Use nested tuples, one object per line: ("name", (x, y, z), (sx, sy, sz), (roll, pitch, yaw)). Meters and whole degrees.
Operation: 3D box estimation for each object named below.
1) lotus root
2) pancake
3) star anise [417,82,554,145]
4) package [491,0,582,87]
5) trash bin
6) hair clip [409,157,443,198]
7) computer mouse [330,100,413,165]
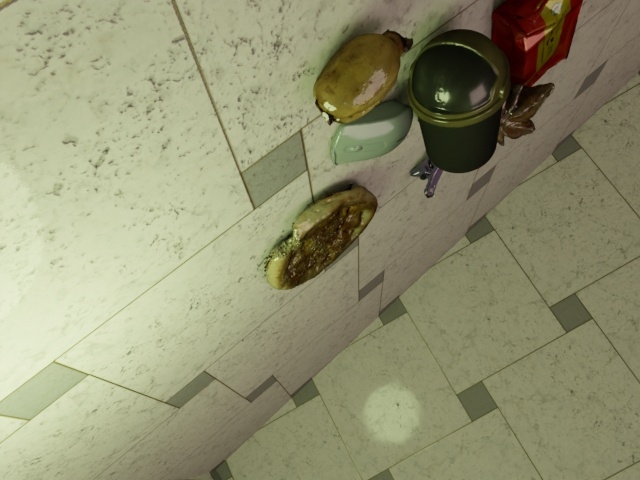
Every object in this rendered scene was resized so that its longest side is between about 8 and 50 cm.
("lotus root", (0.077, -0.297, 0.935), (0.221, 0.118, 0.125), (-46, -168, 1))
("pancake", (-0.001, -0.001, 1.431), (0.382, 0.071, 0.382), (-37, 159, -17))
("star anise", (0.447, -0.335, 1.414), (0.349, 0.109, 0.292), (-23, 139, 13))
("package", (0.538, -0.522, 1.324), (0.196, 0.123, 0.423), (-45, 159, 4))
("trash bin", (0.301, -0.307, 1.162), (0.214, 0.214, 0.334), (-40, 152, -7))
("hair clip", (0.360, -0.266, 1.573), (0.137, 0.090, 0.279), (1, 126, -45))
("computer mouse", (0.123, -0.238, 1.196), (0.230, 0.079, 0.128), (-30, 154, -24))
